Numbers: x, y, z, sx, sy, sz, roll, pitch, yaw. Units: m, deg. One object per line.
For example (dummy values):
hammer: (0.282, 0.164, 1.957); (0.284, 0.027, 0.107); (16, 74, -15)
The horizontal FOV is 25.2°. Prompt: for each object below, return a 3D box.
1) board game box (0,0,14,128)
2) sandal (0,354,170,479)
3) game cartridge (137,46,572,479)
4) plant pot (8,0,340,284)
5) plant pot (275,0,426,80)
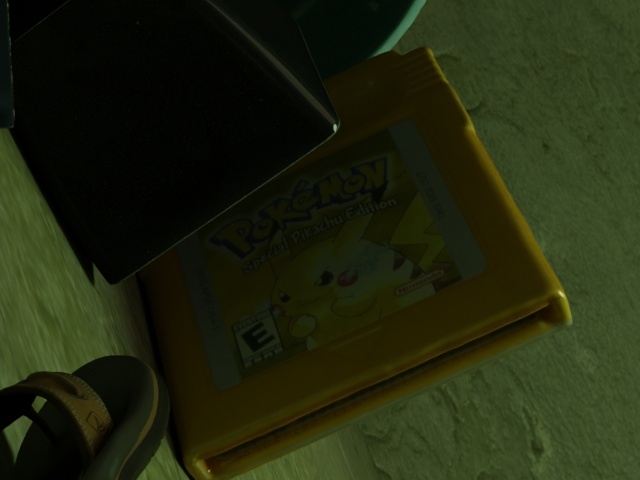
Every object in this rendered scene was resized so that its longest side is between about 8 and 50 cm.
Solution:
board game box: (-0.198, -0.195, 0.752); (0.243, 0.042, 0.165); (-112, -159, -44)
sandal: (-0.110, 0.089, 0.531); (0.060, 0.090, 0.219); (44, 14, -11)
game cartridge: (0.000, 0.000, 1.081); (0.323, 0.285, 0.052); (-112, 176, -45)
plant pot: (-0.124, -0.119, 0.959); (0.167, 0.188, 0.187); (49, 11, -30)
plant pot: (-0.124, -0.308, 1.191); (0.334, 0.341, 0.341); (58, -2, 30)
